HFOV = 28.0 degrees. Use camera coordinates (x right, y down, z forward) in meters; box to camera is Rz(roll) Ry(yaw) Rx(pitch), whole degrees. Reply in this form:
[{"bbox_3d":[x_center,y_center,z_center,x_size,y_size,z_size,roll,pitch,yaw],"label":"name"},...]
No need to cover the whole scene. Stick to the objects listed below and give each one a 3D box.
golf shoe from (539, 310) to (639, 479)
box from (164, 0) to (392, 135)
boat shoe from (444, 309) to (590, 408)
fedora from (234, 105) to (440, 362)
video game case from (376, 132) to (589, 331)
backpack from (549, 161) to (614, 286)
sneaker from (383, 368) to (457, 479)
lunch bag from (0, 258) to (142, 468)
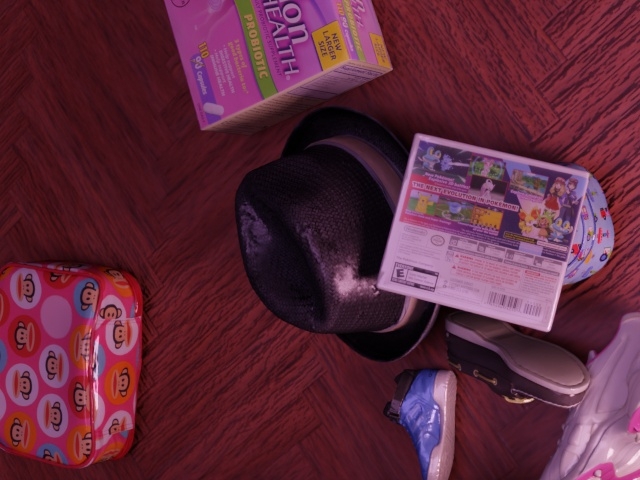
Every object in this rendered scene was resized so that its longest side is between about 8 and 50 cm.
[{"bbox_3d":[0.328,0.213,1.471,0.306,0.115,0.140,-56,36,25],"label":"golf shoe"},{"bbox_3d":[-0.061,-0.280,1.674,0.243,0.117,0.213,-21,80,29],"label":"box"},{"bbox_3d":[0.228,0.149,1.503,0.228,0.081,0.069,30,123,54],"label":"boat shoe"},{"bbox_3d":[0.000,0.000,1.566,0.334,0.152,0.334,19,114,49],"label":"fedora"},{"bbox_3d":[0.181,-0.010,1.438,0.201,0.023,0.183,14,88,12],"label":"video game case"},{"bbox_3d":[0.245,-0.012,1.497,0.173,0.117,0.158,-17,83,27],"label":"backpack"},{"bbox_3d":[0.121,0.235,1.603,0.084,0.058,0.152,2,87,25],"label":"sneaker"},{"bbox_3d":[-0.390,0.174,1.870,0.258,0.120,0.293,7,94,31],"label":"lunch bag"}]
